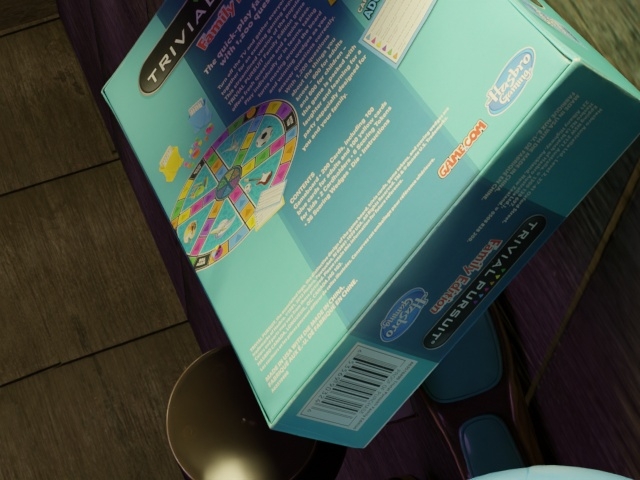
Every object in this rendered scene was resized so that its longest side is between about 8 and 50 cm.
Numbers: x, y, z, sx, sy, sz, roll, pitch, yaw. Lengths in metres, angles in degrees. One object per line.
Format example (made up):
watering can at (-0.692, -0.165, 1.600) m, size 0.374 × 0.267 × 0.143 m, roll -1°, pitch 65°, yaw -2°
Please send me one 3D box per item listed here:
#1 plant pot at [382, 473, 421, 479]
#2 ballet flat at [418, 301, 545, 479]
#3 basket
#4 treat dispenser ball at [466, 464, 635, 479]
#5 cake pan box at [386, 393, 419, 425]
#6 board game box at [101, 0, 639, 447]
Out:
plant pot at (0.060, 0.369, 1.232) m, size 0.236 × 0.236 × 0.212 m, roll -158°, pitch 56°, yaw -74°
ballet flat at (0.119, 0.119, 0.960) m, size 0.073 × 0.080 × 0.232 m, roll -32°, pitch -74°, yaw -73°
basket at (-0.058, 0.170, 1.122) m, size 0.154 × 0.204 × 0.227 m, roll 24°, pitch 171°, yaw 8°
treat dispenser ball at (0.125, 0.266, 0.665) m, size 0.288 × 0.288 × 0.288 m, roll 160°, pitch 90°, yaw -77°
cake pan box at (0.000, 0.000, 1.031) m, size 0.267 × 0.070 × 0.245 m, roll -116°, pitch 11°, yaw -75°
board game box at (0.009, -0.085, 0.762) m, size 0.079 × 0.254 × 0.336 m, roll 21°, pitch -154°, yaw -41°
